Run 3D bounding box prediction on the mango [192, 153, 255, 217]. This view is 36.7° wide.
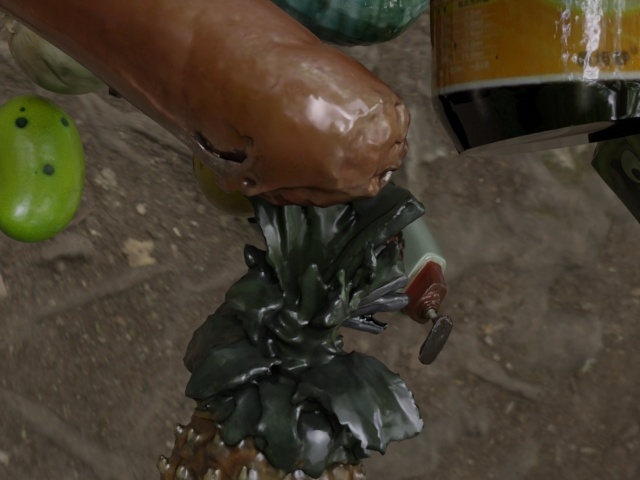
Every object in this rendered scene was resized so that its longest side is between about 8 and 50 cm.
[{"bbox_3d":[-0.041,-0.081,0.821,0.137,0.195,0.098,-37,93,4],"label":"mango"}]

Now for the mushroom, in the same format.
[{"bbox_3d":[-0.420,-0.433,1.581,0.353,0.353,0.325,44,85,-23],"label":"mushroom"}]

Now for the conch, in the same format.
[{"bbox_3d":[-0.007,-0.325,1.261,0.220,0.277,0.195,26,52,-40],"label":"conch"}]

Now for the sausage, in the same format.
[{"bbox_3d":[-0.130,-0.141,0.546,0.094,0.419,0.094,-46,155,-20],"label":"sausage"}]

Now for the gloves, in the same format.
[{"bbox_3d":[-0.010,0.003,1.054,0.119,0.142,0.285,-47,115,-7],"label":"gloves"}]

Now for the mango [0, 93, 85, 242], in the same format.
[{"bbox_3d":[-0.481,-0.121,1.625,0.175,0.293,0.143,22,134,-37],"label":"mango"}]

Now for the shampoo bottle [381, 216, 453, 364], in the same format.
[{"bbox_3d":[0.119,0.053,1.416,0.071,0.284,0.153,28,111,-36],"label":"shampoo bottle"}]

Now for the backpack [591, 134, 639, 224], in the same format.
[{"bbox_3d":[0.437,-0.112,1.120,0.140,0.253,0.207,-31,71,-19],"label":"backpack"}]

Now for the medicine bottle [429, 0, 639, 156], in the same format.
[{"bbox_3d":[0.202,-0.278,0.834,0.243,0.242,0.394,-7,93,-20],"label":"medicine bottle"}]

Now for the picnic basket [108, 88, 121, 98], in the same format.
[{"bbox_3d":[-0.259,-0.286,1.372,0.138,0.128,0.178,18,85,-5],"label":"picnic basket"}]

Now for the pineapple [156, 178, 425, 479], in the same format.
[{"bbox_3d":[-0.015,0.103,0.598,0.141,0.170,0.309,-10,123,-45],"label":"pineapple"}]
